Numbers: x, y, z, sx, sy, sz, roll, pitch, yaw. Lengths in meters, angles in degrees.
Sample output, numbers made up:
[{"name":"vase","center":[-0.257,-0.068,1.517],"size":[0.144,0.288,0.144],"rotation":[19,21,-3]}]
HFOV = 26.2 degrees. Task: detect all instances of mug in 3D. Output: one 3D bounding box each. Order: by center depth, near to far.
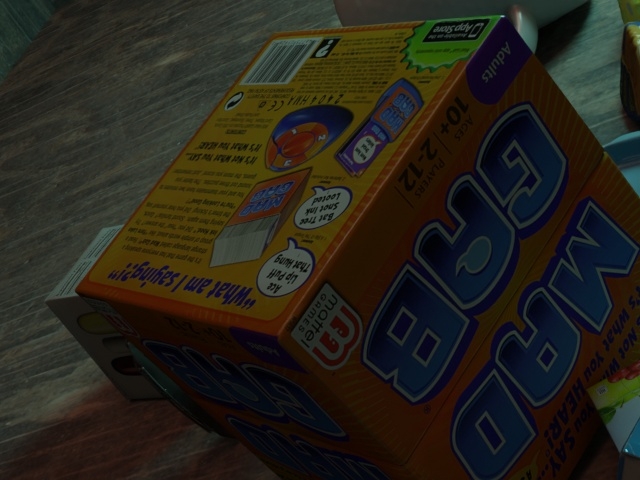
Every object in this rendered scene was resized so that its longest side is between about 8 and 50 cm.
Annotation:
[{"name":"mug","center":[0.202,-0.358,2.019],"size":[0.328,0.276,0.374],"rotation":[-27,58,28]}]

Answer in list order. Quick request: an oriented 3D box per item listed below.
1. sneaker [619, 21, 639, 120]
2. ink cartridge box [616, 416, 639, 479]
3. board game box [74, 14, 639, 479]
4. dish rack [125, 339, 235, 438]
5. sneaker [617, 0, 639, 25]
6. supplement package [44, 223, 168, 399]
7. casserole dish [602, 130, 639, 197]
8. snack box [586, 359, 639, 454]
[{"name":"sneaker","center":[0.439,-0.191,1.637],"size":[0.131,0.112,0.296],"rotation":[-5,22,-1]},{"name":"ink cartridge box","center":[0.307,0.183,0.953],"size":[0.168,0.171,0.232],"rotation":[13,27,23]},{"name":"board game box","center":[0.061,0.039,1.340],"size":[0.356,0.356,0.356],"rotation":[8,56,53]},{"name":"dish rack","center":[-0.101,0.093,1.663],"size":[0.074,0.208,0.271],"rotation":[-32,20,52]},{"name":"sneaker","center":[0.455,-0.360,1.874],"size":[0.081,0.094,0.208],"rotation":[-15,31,37]},{"name":"supplement package","center":[-0.206,0.089,1.791],"size":[0.203,0.194,0.149],"rotation":[-9,36,43]},{"name":"casserole dish","center":[0.343,-0.055,1.568],"size":[0.114,0.037,0.188],"rotation":[-13,35,36]},{"name":"snack box","center":[0.356,0.147,1.186],"size":[0.207,0.070,0.174],"rotation":[-32,28,10]}]
